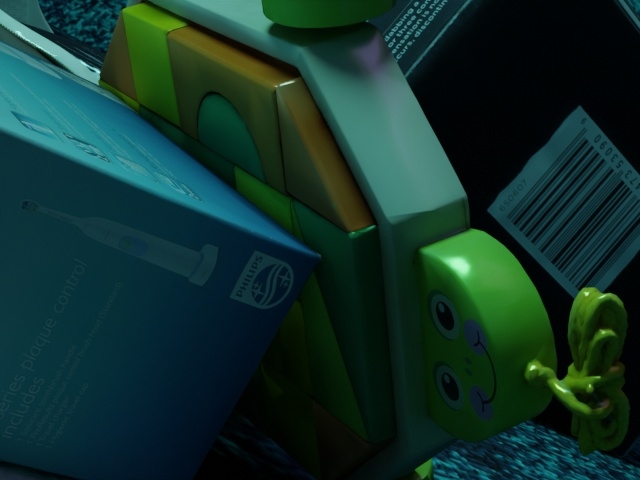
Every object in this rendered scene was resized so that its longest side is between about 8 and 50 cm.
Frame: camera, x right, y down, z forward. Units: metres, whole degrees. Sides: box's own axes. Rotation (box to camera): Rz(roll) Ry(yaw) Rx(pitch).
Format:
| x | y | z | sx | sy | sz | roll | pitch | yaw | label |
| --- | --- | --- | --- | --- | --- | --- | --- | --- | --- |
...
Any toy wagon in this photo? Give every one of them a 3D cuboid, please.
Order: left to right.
| x | y | z | sx | sy | sz | roll | pitch | yaw | label |
| --- | --- | --- | --- | --- | --- | --- | --- | --- | --- |
| 0.000 | 0.000 | 0.655 | 0.068 | 0.267 | 0.344 | -20 | 30 | -25 | toy wagon |

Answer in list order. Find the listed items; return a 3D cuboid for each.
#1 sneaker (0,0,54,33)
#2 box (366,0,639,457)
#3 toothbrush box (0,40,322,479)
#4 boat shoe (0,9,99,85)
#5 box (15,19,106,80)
| x | y | z | sx | sy | sz | roll | pitch | yaw | label |
| --- | --- | --- | --- | --- | --- | --- | --- | --- | --- |
| -0.334 | -0.234 | 1.347 | 0.147 | 0.104 | 0.295 | 24 | -33 | 34 | sneaker |
| 0.127 | -0.104 | 1.426 | 0.480 | 0.297 | 0.472 | 41 | -1 | -34 | box |
| -0.184 | -0.028 | 0.570 | 0.295 | 0.126 | 0.216 | 24 | 9 | -42 | toothbrush box |
| -0.242 | -0.109 | 0.958 | 0.324 | 0.117 | 0.096 | 49 | 38 | -11 | boat shoe |
| -0.181 | -0.087 | 1.163 | 0.153 | 0.108 | 0.207 | 30 | 7 | 11 | box |
